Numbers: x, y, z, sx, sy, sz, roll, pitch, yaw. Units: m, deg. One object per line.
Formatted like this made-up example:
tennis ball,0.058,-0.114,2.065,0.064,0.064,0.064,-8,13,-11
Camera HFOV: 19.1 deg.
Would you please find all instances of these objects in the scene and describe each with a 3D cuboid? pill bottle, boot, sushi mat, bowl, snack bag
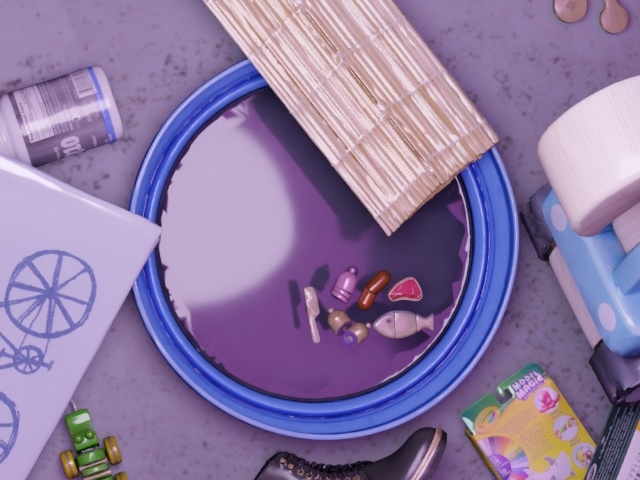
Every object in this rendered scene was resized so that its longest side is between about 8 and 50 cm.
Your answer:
pill bottle,-0.267,-0.115,1.853,0.137,0.078,0.078,-19,93,-8
boot,0.018,0.231,1.884,0.137,0.077,0.198,40,102,-2
sushi mat,0.025,-0.173,1.853,0.151,0.019,0.316,-39,95,-6
bowl,0.000,0.000,1.898,0.391,0.077,0.391,0,90,-10
snack bag,-0.368,0.054,1.784,0.342,0.037,0.323,26,101,-18

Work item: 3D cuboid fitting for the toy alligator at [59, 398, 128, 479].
toy alligator,-0.227,0.208,1.873,0.056,0.051,0.190,-18,93,-9

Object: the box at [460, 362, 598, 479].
box,0.226,0.221,1.952,0.105,0.043,0.179,-35,98,-7

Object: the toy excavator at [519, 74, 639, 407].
toy excavator,0.329,-0.034,1.709,0.433,0.445,0.222,-13,66,-25

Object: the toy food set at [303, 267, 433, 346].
toy food set,0.048,0.062,1.857,0.122,0.019,0.078,-10,92,-9

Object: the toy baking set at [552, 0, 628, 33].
toy baking set,0.305,-0.330,1.973,0.256,0.030,0.197,-34,98,-7

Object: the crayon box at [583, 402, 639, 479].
crayon box,0.426,0.282,1.935,0.323,0.083,0.203,29,71,-11
